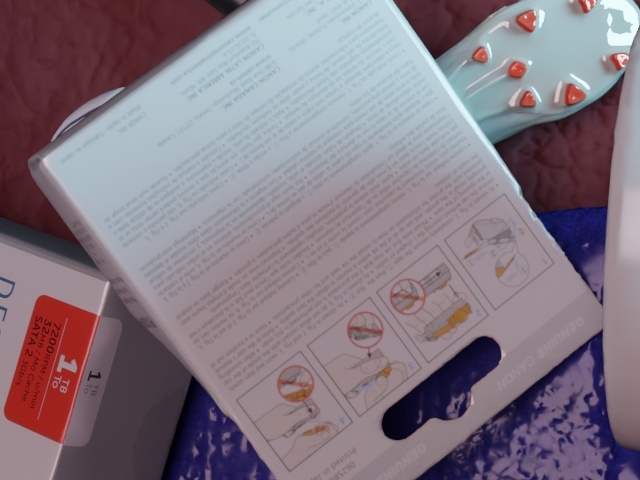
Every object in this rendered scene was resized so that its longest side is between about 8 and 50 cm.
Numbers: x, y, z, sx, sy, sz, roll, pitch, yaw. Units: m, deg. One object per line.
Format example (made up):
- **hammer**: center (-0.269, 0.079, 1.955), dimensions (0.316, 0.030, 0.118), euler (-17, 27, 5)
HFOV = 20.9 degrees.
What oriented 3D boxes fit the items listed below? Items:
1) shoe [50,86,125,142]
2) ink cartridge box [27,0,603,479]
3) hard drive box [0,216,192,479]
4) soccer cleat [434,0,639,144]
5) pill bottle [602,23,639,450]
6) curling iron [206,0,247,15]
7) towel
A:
- **shoe**: center (-0.081, -0.045, 0.971), dimensions (0.178, 0.081, 0.063), euler (-8, 122, 19)
- **ink cartridge box**: center (0.000, 0.000, 0.853), dimensions (0.189, 0.066, 0.232), euler (-37, 100, -11)
- **hard drive box**: center (-0.191, 0.079, 0.959), dimensions (0.232, 0.089, 0.181), euler (17, 91, 36)
- **soccer cleat**: center (0.081, -0.077, 0.932), dimensions (0.196, 0.076, 0.068), euler (-32, 98, -1)
- **pill bottle**: center (0.321, 0.008, 0.690), dimensions (0.392, 0.224, 0.224), euler (4, 88, 17)
- **curling iron**: center (-0.085, -0.159, 1.018), dimensions (0.274, 0.035, 0.068), euler (33, 120, 15)
- **towel**: center (0.035, 0.101, 0.936), dimensions (0.308, 0.076, 0.227), euler (-2, 79, 22)
